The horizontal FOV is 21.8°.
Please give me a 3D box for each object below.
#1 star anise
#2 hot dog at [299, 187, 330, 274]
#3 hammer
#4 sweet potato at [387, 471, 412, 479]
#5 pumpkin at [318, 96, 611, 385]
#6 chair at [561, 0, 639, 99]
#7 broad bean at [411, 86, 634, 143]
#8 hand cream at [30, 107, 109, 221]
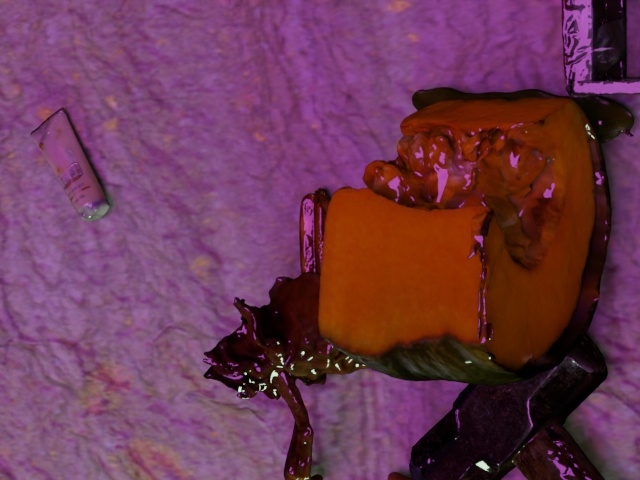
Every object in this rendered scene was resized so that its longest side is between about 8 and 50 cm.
[{"bbox_3d":[-0.017,0.148,1.867,0.148,0.237,0.346,47,140,42],"label":"star anise"},{"bbox_3d":[0.000,0.000,1.909,0.049,0.037,0.122,4,96,37],"label":"hot dog"},{"bbox_3d":[0.298,0.295,1.751,0.409,0.095,0.242,48,113,20],"label":"hammer"},{"bbox_3d":[0.152,0.331,1.874,0.202,0.055,0.058,34,128,17],"label":"sweet potato"},{"bbox_3d":[0.152,0.005,1.679,0.225,0.303,0.256,11,131,37],"label":"pumpkin"},{"bbox_3d":[0.270,-0.216,1.686,0.271,0.136,0.147,2,97,24],"label":"chair"},{"bbox_3d":[0.209,-0.136,1.774,0.256,0.053,0.052,6,89,25],"label":"broad bean"},{"bbox_3d":[-0.305,-0.090,2.043,0.061,0.039,0.143,-38,76,28],"label":"hand cream"}]
